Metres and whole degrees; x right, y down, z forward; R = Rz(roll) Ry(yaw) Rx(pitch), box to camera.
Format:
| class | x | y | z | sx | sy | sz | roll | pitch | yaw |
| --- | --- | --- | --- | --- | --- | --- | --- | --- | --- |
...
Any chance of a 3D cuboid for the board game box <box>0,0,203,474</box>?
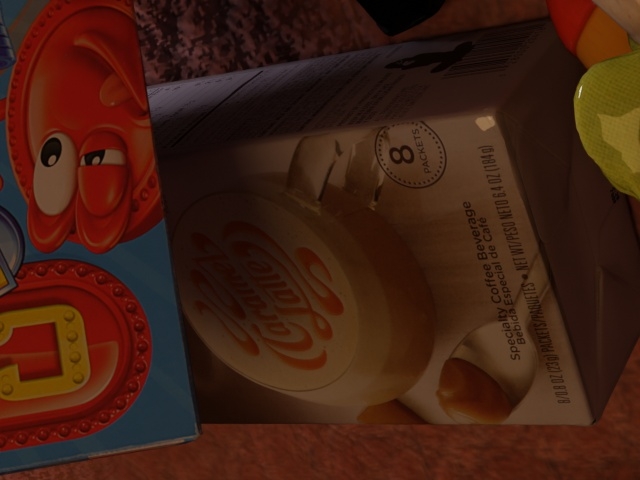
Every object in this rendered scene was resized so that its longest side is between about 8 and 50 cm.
| class | x | y | z | sx | sy | sz | roll | pitch | yaw |
| --- | --- | --- | --- | --- | --- | --- | --- | --- | --- |
| board game box | -0.216 | -0.052 | 0.479 | 0.086 | 0.308 | 0.302 | 133 | 127 | -77 |

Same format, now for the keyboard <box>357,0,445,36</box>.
| class | x | y | z | sx | sy | sz | roll | pitch | yaw |
| --- | --- | --- | --- | --- | --- | --- | --- | --- | --- |
| keyboard | -0.010 | -0.166 | 0.517 | 0.192 | 0.038 | 0.100 | 47 | 168 | -10 |

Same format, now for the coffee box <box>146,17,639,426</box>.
| class | x | y | z | sx | sy | sz | roll | pitch | yaw |
| --- | --- | --- | --- | --- | --- | --- | --- | --- | --- |
| coffee box | 0.000 | 0.000 | 0.589 | 0.246 | 0.098 | 0.141 | -5 | 117 | 33 |

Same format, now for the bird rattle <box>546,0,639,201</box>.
| class | x | y | z | sx | sy | sz | roll | pitch | yaw |
| --- | --- | --- | --- | --- | --- | --- | --- | --- | --- |
| bird rattle | 0.089 | -0.085 | 0.413 | 0.253 | 0.207 | 0.143 | 38 | 103 | 23 |
